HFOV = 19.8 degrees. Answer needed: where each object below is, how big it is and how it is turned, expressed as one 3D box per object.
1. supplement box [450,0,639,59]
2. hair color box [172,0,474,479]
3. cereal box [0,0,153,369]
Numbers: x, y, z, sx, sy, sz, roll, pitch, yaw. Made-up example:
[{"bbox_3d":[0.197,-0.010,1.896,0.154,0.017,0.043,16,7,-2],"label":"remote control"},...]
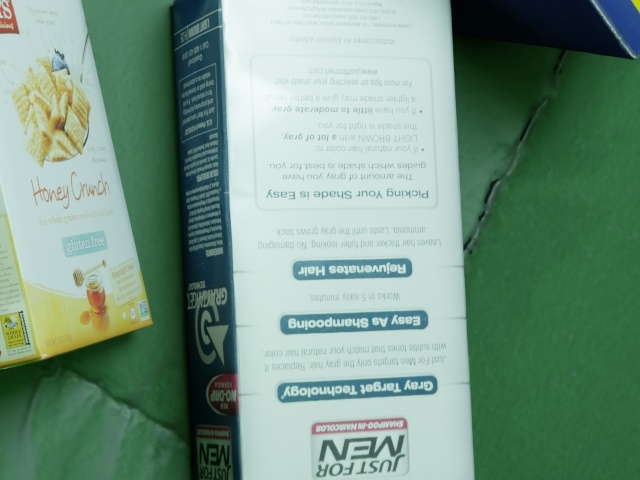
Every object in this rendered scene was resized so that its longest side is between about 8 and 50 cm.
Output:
[{"bbox_3d":[0.177,-0.331,1.269,0.195,0.194,0.356,45,68,-43],"label":"supplement box"},{"bbox_3d":[0.000,0.000,1.246,0.174,0.105,0.347,-1,86,-23],"label":"hair color box"},{"bbox_3d":[-0.180,-0.049,1.146,0.047,0.173,0.240,-12,92,18],"label":"cereal box"}]
